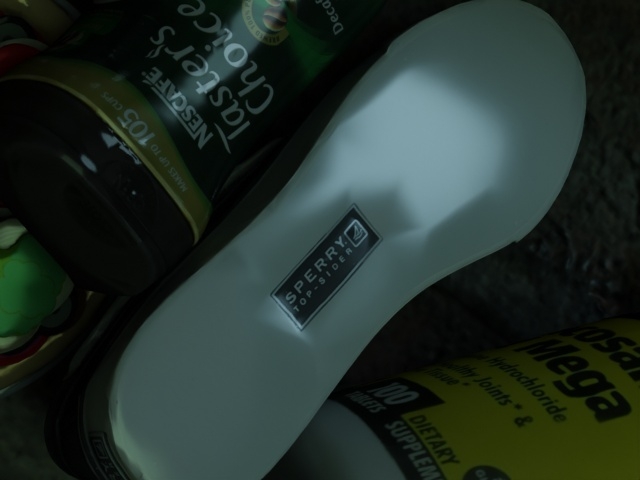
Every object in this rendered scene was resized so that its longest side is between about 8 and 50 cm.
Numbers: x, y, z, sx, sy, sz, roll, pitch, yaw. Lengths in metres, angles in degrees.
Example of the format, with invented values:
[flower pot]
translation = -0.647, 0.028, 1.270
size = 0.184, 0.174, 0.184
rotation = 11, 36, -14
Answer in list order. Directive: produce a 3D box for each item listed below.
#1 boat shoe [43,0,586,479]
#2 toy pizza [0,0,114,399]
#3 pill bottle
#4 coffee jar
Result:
[boat shoe]
translation = 0.000, 0.000, 0.675
size = 0.301, 0.102, 0.108
rotation = -47, 110, -26
[toy pizza]
translation = -0.163, -0.020, 0.623
size = 0.201, 0.032, 0.201
rotation = -6, 104, -26
[pill bottle]
translation = 0.141, 0.131, 0.723
size = 0.334, 0.188, 0.187
rotation = -13, 107, -24
[coffee jar]
translation = -0.057, -0.069, 0.615
size = 0.184, 0.079, 0.096
rotation = -53, 123, -24
